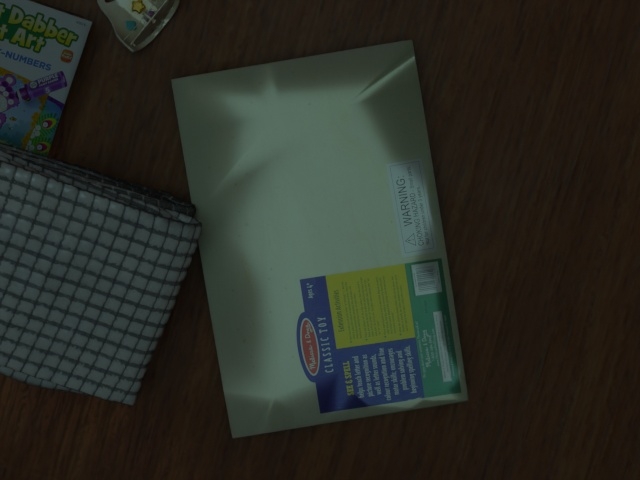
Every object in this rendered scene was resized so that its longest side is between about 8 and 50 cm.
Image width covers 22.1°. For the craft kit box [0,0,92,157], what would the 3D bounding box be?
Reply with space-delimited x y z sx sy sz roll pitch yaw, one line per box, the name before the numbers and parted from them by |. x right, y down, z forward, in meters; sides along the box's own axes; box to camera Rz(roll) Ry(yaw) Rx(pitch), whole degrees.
craft kit box | -0.400 -0.159 1.753 0.250 0.061 0.247 15 96 -27

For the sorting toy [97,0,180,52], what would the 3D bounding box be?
sorting toy | -0.204 -0.260 1.806 0.075 0.045 0.083 41 94 5

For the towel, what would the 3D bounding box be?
towel | -0.295 0.029 1.751 0.283 0.121 0.235 18 107 -19

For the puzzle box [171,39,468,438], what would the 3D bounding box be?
puzzle box | 0.000 0.000 1.817 0.272 0.052 0.409 -9 94 1
